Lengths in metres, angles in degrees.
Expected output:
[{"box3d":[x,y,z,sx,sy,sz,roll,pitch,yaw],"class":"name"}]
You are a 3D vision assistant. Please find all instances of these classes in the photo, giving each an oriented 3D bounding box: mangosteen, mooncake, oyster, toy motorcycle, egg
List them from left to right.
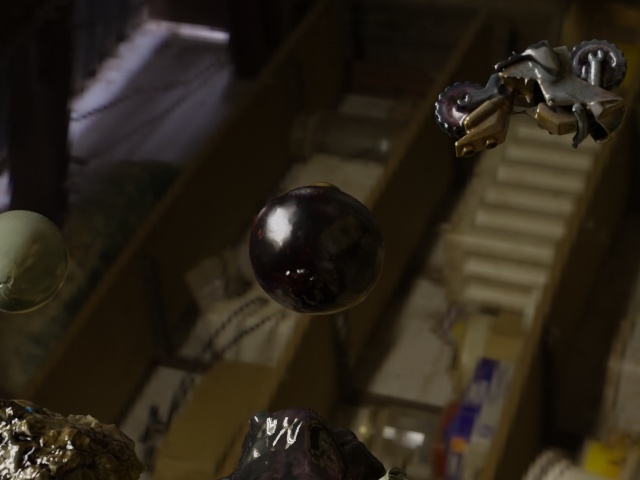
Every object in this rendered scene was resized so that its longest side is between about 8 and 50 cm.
[{"box3d":[-0.343,0.025,1.750,0.152,0.114,0.114,-91,3,-70],"class":"egg"},{"box3d":[-0.329,0.241,1.821,0.223,0.214,0.083,-18,-45,-47],"class":"oyster"},{"box3d":[-0.034,0.462,2.435,0.350,0.212,0.381,48,-139,-25],"class":"mooncake"},{"box3d":[0.000,0.000,2.564,0.265,0.228,0.228,-71,-20,-51],"class":"mangosteen"},{"box3d":[0.250,-0.151,1.759,0.094,0.229,0.130,74,177,-65],"class":"toy motorcycle"}]

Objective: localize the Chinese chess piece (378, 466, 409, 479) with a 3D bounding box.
[{"box3d":[0.198,0.459,2.159,0.146,0.349,0.349,-61,-20,1],"class":"Chinese chess piece"}]
